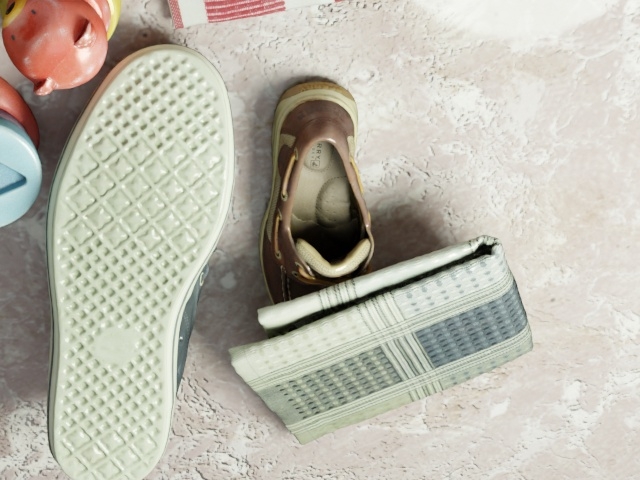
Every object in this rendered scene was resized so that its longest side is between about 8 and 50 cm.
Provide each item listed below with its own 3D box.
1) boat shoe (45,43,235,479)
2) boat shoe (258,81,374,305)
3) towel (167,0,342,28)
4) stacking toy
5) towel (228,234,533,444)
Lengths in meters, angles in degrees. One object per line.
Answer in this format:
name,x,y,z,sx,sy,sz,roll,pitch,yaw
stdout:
boat shoe,-0.204,0.022,1.784,0.187,0.156,0.500,7,113,-8
boat shoe,0.000,0.000,1.811,0.123,0.123,0.342,-2,127,-7
towel,-0.005,-0.336,1.626,0.329,0.037,0.237,-10,129,0
stacking toy,-0.366,-0.158,1.637,0.279,0.130,0.309,20,120,-22
towel,0.073,0.115,1.888,0.324,0.056,0.312,-22,153,4
